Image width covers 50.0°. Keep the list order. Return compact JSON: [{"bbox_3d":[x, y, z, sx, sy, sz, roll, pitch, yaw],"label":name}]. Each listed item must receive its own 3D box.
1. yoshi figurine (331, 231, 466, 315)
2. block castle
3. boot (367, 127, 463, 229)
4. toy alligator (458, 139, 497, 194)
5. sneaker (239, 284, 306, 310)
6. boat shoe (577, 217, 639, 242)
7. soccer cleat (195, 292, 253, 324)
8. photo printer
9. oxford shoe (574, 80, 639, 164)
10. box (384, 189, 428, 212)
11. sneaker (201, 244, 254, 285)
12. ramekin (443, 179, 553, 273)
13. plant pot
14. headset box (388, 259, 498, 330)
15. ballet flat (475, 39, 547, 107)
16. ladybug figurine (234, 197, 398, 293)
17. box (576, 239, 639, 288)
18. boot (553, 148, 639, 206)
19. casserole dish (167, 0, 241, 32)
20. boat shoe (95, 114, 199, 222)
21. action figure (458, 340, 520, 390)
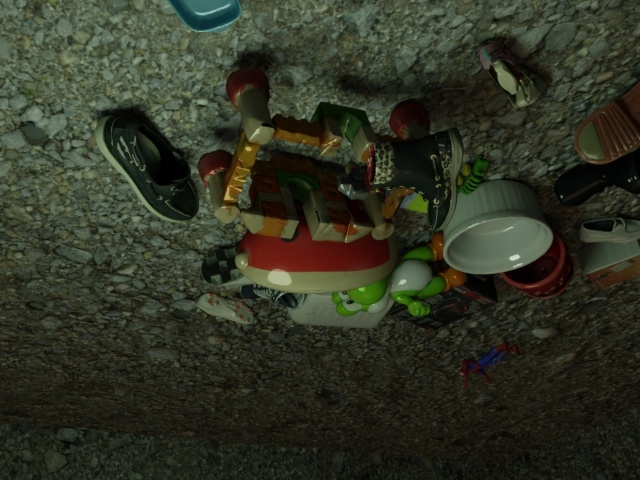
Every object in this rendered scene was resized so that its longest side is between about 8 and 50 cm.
[{"bbox_3d":[0.208,0.103,1.855,0.362,0.203,0.203,-20,120,-12],"label":"yoshi figurine"},{"bbox_3d":[-0.007,-0.178,1.453,0.453,0.212,0.303,5,136,-26],"label":"block castle"},{"bbox_3d":[0.180,-0.113,1.364,0.179,0.085,0.236,-7,134,-9],"label":"boot"},{"bbox_3d":[0.376,-0.162,1.652,0.056,0.051,0.189,6,147,-16],"label":"toy alligator"},{"bbox_3d":[-0.141,0.148,2.001,0.099,0.153,0.282,25,138,-36],"label":"sneaker"},{"bbox_3d":[0.808,-0.037,1.894,0.184,0.066,0.063,1,150,11],"label":"boat shoe"},{"bbox_3d":[-0.303,0.219,2.189,0.196,0.068,0.076,28,142,-29],"label":"soccer cleat"},{"bbox_3d":[0.052,0.182,2.113,0.308,0.107,0.256,4,151,-11],"label":"photo printer"},{"bbox_3d":[0.726,-0.297,1.439,0.397,0.140,0.146,-29,171,27],"label":"oxford shoe"},{"bbox_3d":[0.231,-0.122,1.710,0.178,0.042,0.109,10,145,-20],"label":"box"},{"bbox_3d":[-0.153,0.054,1.909,0.331,0.122,0.146,-12,165,12],"label":"sneaker"},{"bbox_3d":[0.448,-0.036,1.783,0.277,0.135,0.277,-3,147,-2],"label":"ramekin"},{"bbox_3d":[0.608,0.064,1.914,0.191,0.191,0.174,-23,150,28],"label":"plant pot"},{"bbox_3d":[0.382,0.159,2.109,0.218,0.110,0.293,25,139,-37],"label":"headset box"},{"bbox_3d":[0.388,-0.317,1.380,0.077,0.079,0.221,-29,140,34],"label":"ballet flat"},{"bbox_3d":[0.000,0.000,1.660,0.449,0.305,0.161,-11,122,-36],"label":"ladybug figurine"},{"bbox_3d":[0.866,0.056,2.012,0.170,0.091,0.130,-27,141,32],"label":"box"},{"bbox_3d":[0.649,-0.132,1.590,0.207,0.246,0.094,-28,99,30],"label":"boot"},{"bbox_3d":[-0.211,-0.436,1.172,0.114,0.037,0.188,-14,147,16],"label":"casserole dish"},{"bbox_3d":[-0.348,-0.155,1.525,0.113,0.127,0.340,-5,141,25],"label":"boat shoe"},{"bbox_3d":[0.646,0.505,2.673,0.091,0.139,0.280,20,144,-30],"label":"action figure"}]
